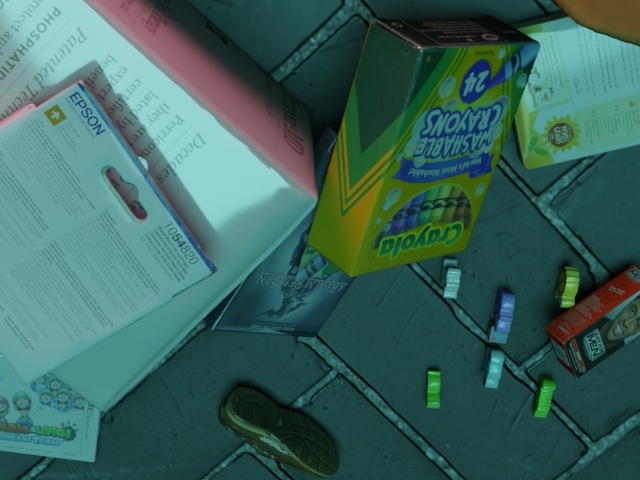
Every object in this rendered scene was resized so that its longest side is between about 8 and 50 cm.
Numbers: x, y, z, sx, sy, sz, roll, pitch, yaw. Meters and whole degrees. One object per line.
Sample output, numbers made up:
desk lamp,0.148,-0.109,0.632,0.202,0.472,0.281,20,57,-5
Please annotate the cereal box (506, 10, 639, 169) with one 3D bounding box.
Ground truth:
cereal box,0.338,-0.192,1.374,0.240,0.047,0.173,-13,110,3

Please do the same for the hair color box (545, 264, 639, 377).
hair color box,0.355,0.100,1.461,0.141,0.043,0.072,-34,128,-8

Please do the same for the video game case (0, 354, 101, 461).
video game case,-0.366,0.216,1.537,0.157,0.019,0.143,8,111,-4

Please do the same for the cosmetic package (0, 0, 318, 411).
cosmetic package,-0.254,-0.109,1.246,0.393,0.329,0.327,41,105,-16

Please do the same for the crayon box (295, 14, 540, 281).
crayon box,0.107,-0.085,1.317,0.203,0.083,0.323,-12,129,-43

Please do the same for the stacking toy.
stacking toy,0.227,0.128,1.496,0.167,0.052,0.221,5,112,-3

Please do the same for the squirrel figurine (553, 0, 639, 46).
squirrel figurine,0.296,-0.369,1.176,0.397,0.370,0.281,12,114,25

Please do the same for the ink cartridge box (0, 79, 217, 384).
ink cartridge box,-0.244,-0.008,1.084,0.224,0.045,0.223,-29,110,9

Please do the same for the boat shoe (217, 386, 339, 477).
boat shoe,-0.056,0.257,1.542,0.178,0.064,0.060,34,138,-12

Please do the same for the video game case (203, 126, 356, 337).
video game case,0.000,0.000,1.390,0.196,0.026,0.274,10,118,-52
